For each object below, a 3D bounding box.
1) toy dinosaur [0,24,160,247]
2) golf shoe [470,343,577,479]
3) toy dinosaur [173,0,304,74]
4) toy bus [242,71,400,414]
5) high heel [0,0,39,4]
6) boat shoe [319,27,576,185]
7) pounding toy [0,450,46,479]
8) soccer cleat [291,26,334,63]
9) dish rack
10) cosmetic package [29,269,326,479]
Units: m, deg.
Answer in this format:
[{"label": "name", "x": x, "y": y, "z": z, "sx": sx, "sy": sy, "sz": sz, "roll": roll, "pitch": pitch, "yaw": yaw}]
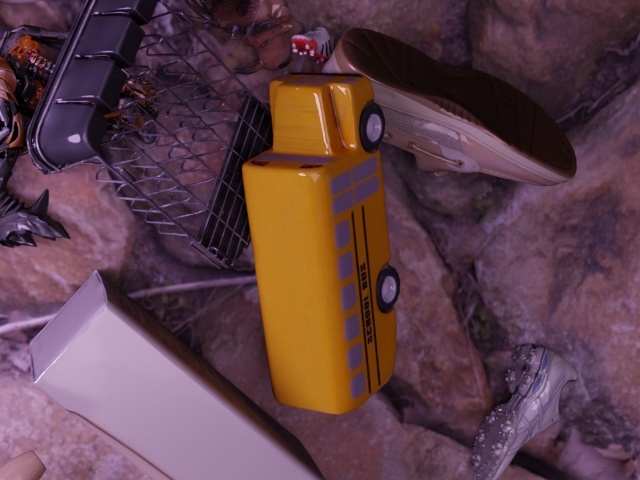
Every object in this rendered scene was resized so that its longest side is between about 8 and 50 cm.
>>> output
[{"label": "toy dinosaur", "x": -0.320, "y": -0.105, "z": 1.285, "sx": 0.321, "sy": 0.164, "sz": 0.218, "roll": -1, "pitch": 87, "yaw": -4}, {"label": "golf shoe", "x": 0.240, "y": 0.210, "z": 1.510, "sx": 0.086, "sy": 0.069, "sz": 0.176, "roll": 25, "pitch": 95, "yaw": -23}, {"label": "toy dinosaur", "x": -0.116, "y": -0.303, "z": 1.300, "sx": 0.295, "sy": 0.127, "sz": 0.200, "roll": 32, "pitch": 98, "yaw": -12}, {"label": "toy bus", "x": 0.000, "y": 0.000, "z": 1.350, "sx": 0.130, "sy": 0.108, "sz": 0.333, "roll": -32, "pitch": 122, "yaw": -50}, {"label": "high heel", "x": -0.203, "y": -0.384, "z": 1.225, "sx": 0.377, "sy": 0.181, "sz": 0.127, "roll": -34, "pitch": 147, "yaw": 28}, {"label": "boat shoe", "x": 0.135, "y": -0.125, "z": 1.411, "sx": 0.302, "sy": 0.109, "sz": 0.098, "roll": 21, "pitch": 134, "yaw": -17}, {"label": "pounding toy", "x": -0.307, "y": 0.367, "z": 1.353, "sx": 0.154, "sy": 0.155, "sz": 0.270, "roll": -27, "pitch": 105, "yaw": -13}, {"label": "soccer cleat", "x": -0.007, "y": -0.209, "z": 1.369, "sx": 0.029, "sy": 0.083, "sz": 0.036, "roll": 9, "pitch": 87, "yaw": 25}, {"label": "dish rack", "x": -0.146, "y": -0.106, "z": 1.289, "sx": 0.271, "sy": 0.074, "sz": 0.208, "roll": 43, "pitch": 56, "yaw": -43}, {"label": "cosmetic package", "x": -0.148, "y": 0.181, "z": 1.358, "sx": 0.309, "sy": 0.160, "sz": 0.113, "roll": 42, "pitch": 89, "yaw": -16}]
